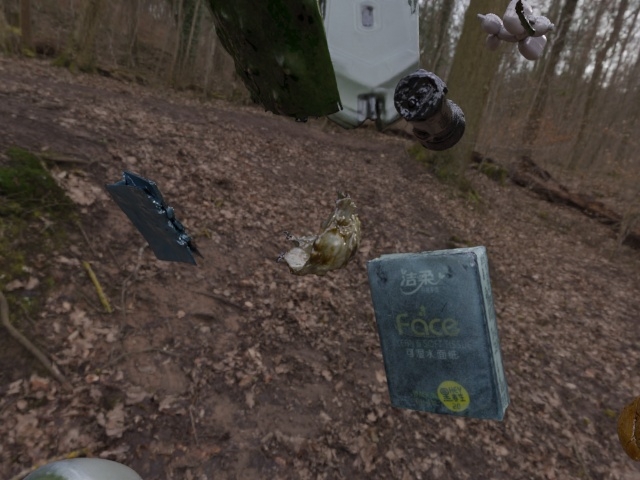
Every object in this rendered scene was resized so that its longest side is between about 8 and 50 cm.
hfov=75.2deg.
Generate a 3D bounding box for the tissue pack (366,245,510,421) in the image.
[{"bbox_3d":[0.186,0.145,0.674,0.185,0.257,0.081,-8,4,36],"label":"tissue pack"}]

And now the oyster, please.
[{"bbox_3d":[-0.004,0.007,0.902,0.197,0.133,0.337,-40,5,-10],"label":"oyster"}]

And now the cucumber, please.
[{"bbox_3d":[-0.065,-0.249,0.325,0.105,0.325,0.145,-12,48,6],"label":"cucumber"}]

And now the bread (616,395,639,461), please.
[{"bbox_3d":[0.341,0.190,0.420,0.046,0.081,0.083,27,-11,14],"label":"bread"}]

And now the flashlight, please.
[{"bbox_3d":[0.170,-0.193,0.644,0.092,0.093,0.232,13,11,23],"label":"flashlight"}]

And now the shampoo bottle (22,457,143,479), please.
[{"bbox_3d":[-0.547,0.651,0.901,0.322,0.323,0.317,15,-11,28],"label":"shampoo bottle"}]

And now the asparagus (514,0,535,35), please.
[{"bbox_3d":[0.345,-0.374,0.703,0.014,0.015,0.114,41,23,31],"label":"asparagus"}]

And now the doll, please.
[{"bbox_3d":[0.401,-0.432,0.852,0.161,0.059,0.160,34,14,32],"label":"doll"}]

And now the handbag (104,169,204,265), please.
[{"bbox_3d":[-0.349,-0.042,0.894,0.144,0.221,0.057,12,48,35],"label":"handbag"}]

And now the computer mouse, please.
[{"bbox_3d":[0.095,-0.434,0.911,0.228,0.429,0.145,0,-10,-3],"label":"computer mouse"}]
